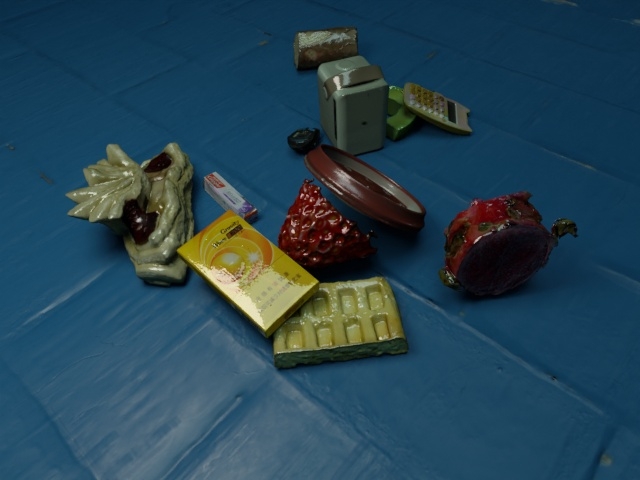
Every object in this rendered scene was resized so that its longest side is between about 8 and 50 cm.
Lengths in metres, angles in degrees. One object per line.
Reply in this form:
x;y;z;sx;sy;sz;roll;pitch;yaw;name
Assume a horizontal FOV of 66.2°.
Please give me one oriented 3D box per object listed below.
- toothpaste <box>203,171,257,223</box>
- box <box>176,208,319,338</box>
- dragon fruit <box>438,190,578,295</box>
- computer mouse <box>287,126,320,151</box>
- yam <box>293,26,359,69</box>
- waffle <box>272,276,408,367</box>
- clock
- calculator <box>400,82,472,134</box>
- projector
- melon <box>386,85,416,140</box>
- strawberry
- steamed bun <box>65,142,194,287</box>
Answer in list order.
-0.234;-0.107;1.257;0.047;0.040;0.196;-30;53;-26;toothpaste
-0.149;0.058;1.001;0.269;0.043;0.152;37;62;21;box
0.366;0.000;1.025;0.282;0.211;0.147;-26;40;6;dragon fruit
-0.046;-0.288;1.413;0.079;0.047;0.135;8;39;19;computer mouse
0.024;-0.671;1.714;0.238;0.129;0.128;-6;12;-5;yam
0.030;0.159;0.991;0.274;0.057;0.168;-6;47;-3;waffle
0.102;-0.114;1.138;0.318;0.080;0.318;30;19;-11;clock
0.339;-0.393;1.457;0.236;0.033;0.157;22;48;-11;calculator
0.089;-0.382;1.363;0.163;0.242;0.177;-18;51;-12;projector
0.234;-0.380;1.479;0.118;0.064;0.209;13;52;12;melon
0.000;0.000;1.079;0.178;0.234;0.234;-46;57;0;strawberry
-0.437;-0.097;1.164;0.247;0.189;0.428;-11;48;2;steamed bun
